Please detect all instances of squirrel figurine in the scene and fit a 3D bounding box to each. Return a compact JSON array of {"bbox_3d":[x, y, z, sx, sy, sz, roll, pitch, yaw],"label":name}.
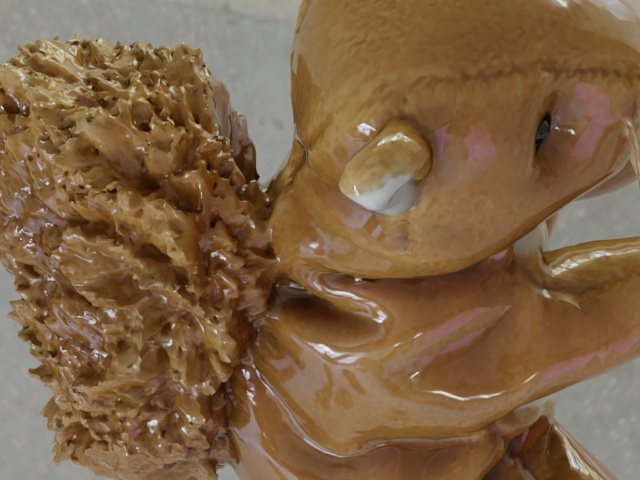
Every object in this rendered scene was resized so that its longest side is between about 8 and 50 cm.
[{"bbox_3d":[0.000,0.000,0.813,0.397,0.370,0.281,-2,61,2],"label":"squirrel figurine"}]
